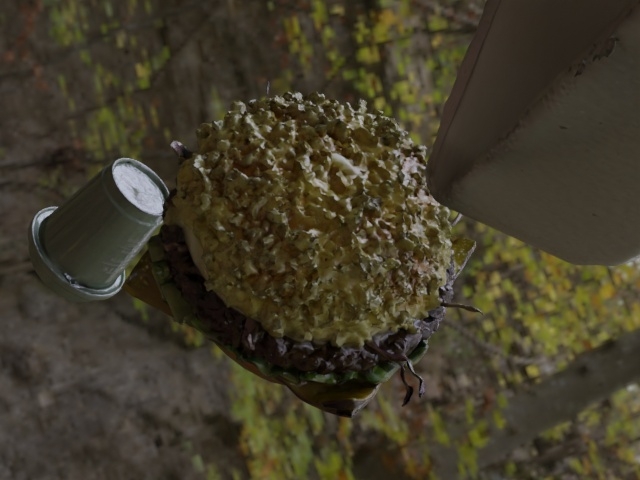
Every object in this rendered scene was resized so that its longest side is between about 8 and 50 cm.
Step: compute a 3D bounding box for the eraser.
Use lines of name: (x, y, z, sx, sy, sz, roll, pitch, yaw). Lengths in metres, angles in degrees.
eraser: (0.213, -0.172, 0.834, 0.331, 0.150, 0.331, -159, -90, -78)

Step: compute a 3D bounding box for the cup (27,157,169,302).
cup: (-0.228, -0.013, 1.439, 0.141, 0.120, 0.120, -40, -115, 30)

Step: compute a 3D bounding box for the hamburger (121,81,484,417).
hamburger: (0.000, 0.000, 1.010, 0.262, 0.243, 0.138, 31, -38, 5)
